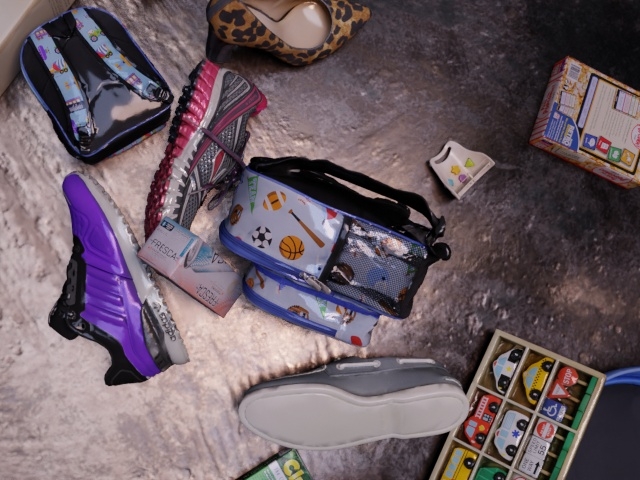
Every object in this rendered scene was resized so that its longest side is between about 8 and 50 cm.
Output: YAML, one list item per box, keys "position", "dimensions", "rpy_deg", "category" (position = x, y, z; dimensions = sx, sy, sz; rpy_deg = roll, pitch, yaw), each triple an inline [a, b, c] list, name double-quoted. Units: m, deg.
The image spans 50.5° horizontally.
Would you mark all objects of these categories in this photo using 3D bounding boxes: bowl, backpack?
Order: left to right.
- position: [-0.298, -0.206, 0.894]
  dimensions: [0.158, 0.117, 0.173]
  rpy_deg: [-36, 94, -13]
  category: "backpack"
- position: [0.000, 0.000, 0.888]
  dimensions: [0.263, 0.276, 0.213]
  rpy_deg: [29, 93, -5]
  category: "backpack"
- position: [0.482, 0.389, 1.040]
  dimensions: [0.391, 0.077, 0.391]
  rpy_deg: [1, 85, -13]
  category: "bowl"

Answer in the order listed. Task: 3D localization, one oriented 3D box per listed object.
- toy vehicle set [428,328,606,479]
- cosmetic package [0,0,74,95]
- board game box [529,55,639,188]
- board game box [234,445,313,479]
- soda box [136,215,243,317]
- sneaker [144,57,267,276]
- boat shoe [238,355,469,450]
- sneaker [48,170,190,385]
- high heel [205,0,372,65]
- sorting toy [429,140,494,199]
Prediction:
- position: [0.279, 0.282, 0.975]
  dimensions: [0.166, 0.035, 0.267]
  rpy_deg: [21, 78, 29]
  category: "toy vehicle set"
- position: [-0.469, -0.267, 0.865]
  dimensions: [0.160, 0.113, 0.310]
  rpy_deg: [33, 78, -8]
  category: "cosmetic package"
- position: [0.451, -0.189, 1.099]
  dimensions: [0.193, 0.045, 0.147]
  rpy_deg: [23, 80, -10]
  category: "board game box"
- position: [-0.032, 0.433, 0.945]
  dimensions: [0.136, 0.030, 0.260]
  rpy_deg: [-28, 92, -11]
  category: "board game box"
- position: [-0.158, 0.039, 0.871]
  dimensions: [0.058, 0.183, 0.063]
  rpy_deg: [30, 78, 22]
  category: "soda box"
- position: [-0.159, -0.091, 0.917]
  dimensions: [0.112, 0.121, 0.299]
  rpy_deg: [20, 85, -22]
  category: "sneaker"
- position: [0.044, 0.220, 0.961]
  dimensions: [0.319, 0.099, 0.116]
  rpy_deg: [-1, 121, -7]
  category: "boat shoe"
- position: [-0.293, 0.058, 0.880]
  dimensions: [0.146, 0.102, 0.293]
  rpy_deg: [-26, 91, -13]
  category: "sneaker"
- position: [-0.029, -0.309, 0.928]
  dimensions: [0.261, 0.186, 0.093]
  rpy_deg: [-17, 89, -14]
  category: "high heel"
- position: [0.209, -0.112, 1.042]
  dimensions: [0.083, 0.045, 0.075]
  rpy_deg: [-44, 88, -12]
  category: "sorting toy"
